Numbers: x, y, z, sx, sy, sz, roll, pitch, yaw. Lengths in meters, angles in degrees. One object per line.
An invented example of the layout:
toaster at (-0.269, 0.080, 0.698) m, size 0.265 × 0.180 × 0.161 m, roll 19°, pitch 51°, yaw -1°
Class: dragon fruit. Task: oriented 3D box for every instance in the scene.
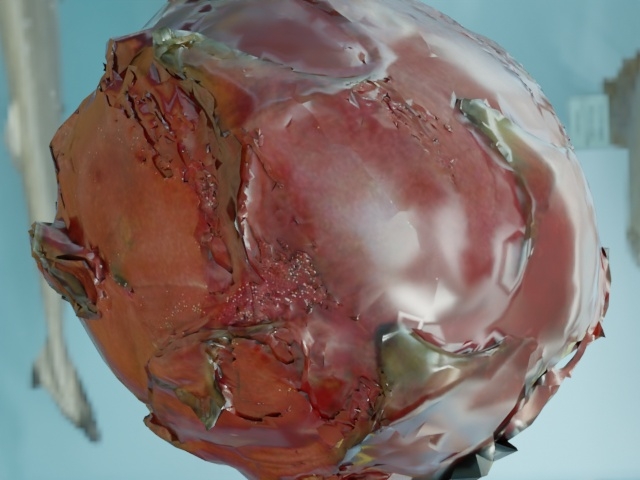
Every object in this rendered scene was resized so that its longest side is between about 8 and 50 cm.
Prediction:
dragon fruit at (0.000, 0.000, 0.815) m, size 0.295 × 0.302 × 0.295 m, roll -54°, pitch 180°, yaw 1°
